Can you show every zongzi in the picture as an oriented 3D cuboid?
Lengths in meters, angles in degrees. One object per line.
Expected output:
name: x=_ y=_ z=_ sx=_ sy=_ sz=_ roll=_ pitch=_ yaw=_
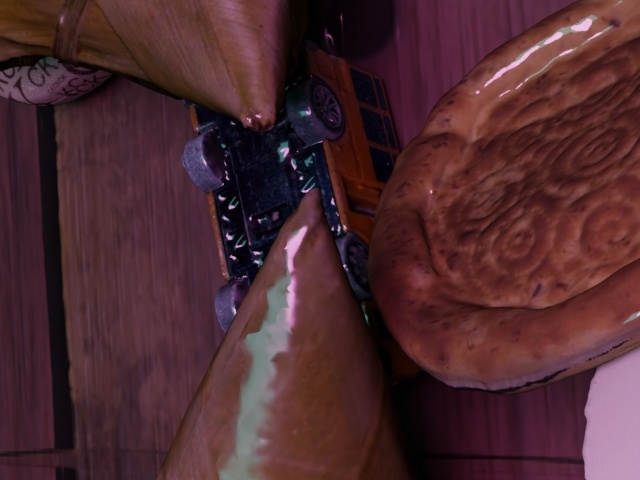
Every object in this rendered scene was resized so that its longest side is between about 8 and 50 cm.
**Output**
zongzi: x=-0.126 y=-0.118 z=0.648 sx=0.251 sy=0.125 sz=0.274 roll=-9 pitch=42 yaw=12
zongzi: x=0.039 y=0.228 z=0.567 sx=0.356 sy=0.174 sz=0.393 roll=45 pitch=133 yaw=24

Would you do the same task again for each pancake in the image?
pancake: x=0.115 y=-0.040 z=0.555 sx=0.250 sy=0.031 sz=0.250 roll=-36 pitch=27 yaw=22

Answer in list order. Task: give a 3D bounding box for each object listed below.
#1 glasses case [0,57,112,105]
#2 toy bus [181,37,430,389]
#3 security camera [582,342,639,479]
glasses case: x=-0.214 y=-0.254 z=0.855 sx=0.137 sy=0.085 sz=0.354 roll=-32 pitch=73 yaw=26
toy bus: x=0.000 y=0.000 z=0.684 sx=0.091 sy=0.103 sz=0.182 roll=-23 pitch=71 yaw=30
security camera: x=0.234 y=0.081 z=0.453 sx=0.236 sy=0.195 sz=0.194 roll=-23 pitch=76 yaw=38
